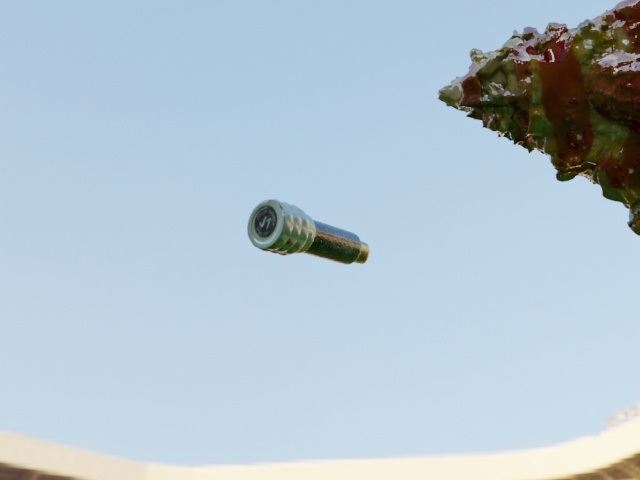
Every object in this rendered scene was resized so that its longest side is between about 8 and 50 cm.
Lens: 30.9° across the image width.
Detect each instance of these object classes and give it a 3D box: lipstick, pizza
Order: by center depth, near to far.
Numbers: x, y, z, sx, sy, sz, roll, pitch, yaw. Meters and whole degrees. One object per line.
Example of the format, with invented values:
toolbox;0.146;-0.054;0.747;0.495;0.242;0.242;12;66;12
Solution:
pizza;0.175;-0.095;0.771;0.198;0.188;0.062;0;11;12
lipstick;0.000;0.000;0.820;0.037;0.037;0.116;-25;-27;35
